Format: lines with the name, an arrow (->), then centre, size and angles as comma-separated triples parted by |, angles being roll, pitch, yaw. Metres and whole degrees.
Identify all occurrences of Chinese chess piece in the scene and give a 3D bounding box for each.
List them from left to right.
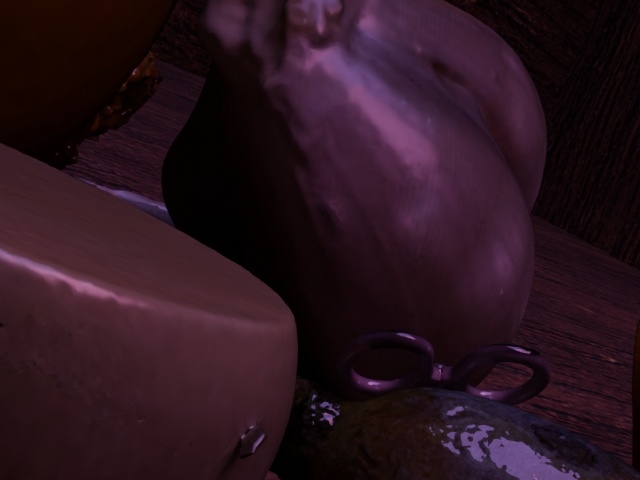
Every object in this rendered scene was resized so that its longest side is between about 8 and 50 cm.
Chinese chess piece -> -0.138, 0.021, 0.640 | 0.273, 0.102, 0.273 | 24, 5, -2

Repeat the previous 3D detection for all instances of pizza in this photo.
pizza -> -0.183, -0.087, 1.241 | 0.086, 0.161, 0.305 | 64, 9, -5

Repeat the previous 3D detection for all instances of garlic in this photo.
garlic -> 0.000, 0.000, 1.065 | 0.245, 0.231, 0.340 | 12, -26, -21

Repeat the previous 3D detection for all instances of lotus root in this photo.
lotus root -> 0.060, 0.109, 0.733 | 0.192, 0.088, 0.113 | 25, -16, 4

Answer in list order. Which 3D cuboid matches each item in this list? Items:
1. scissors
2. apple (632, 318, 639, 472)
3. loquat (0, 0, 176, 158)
scissors -> 0.039, 0.078, 0.802 | 0.085, 0.022, 0.176 | 6, -27, -7
apple -> 0.255, 0.110, 1.177 | 0.163, 0.146, 0.147 | 8, 19, -13
loquat -> -0.221, -0.180, 0.961 | 0.328, 0.328, 0.328 | 25, 7, -3
